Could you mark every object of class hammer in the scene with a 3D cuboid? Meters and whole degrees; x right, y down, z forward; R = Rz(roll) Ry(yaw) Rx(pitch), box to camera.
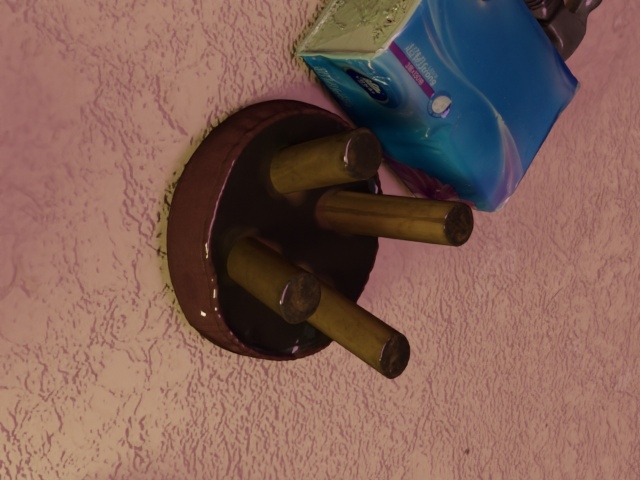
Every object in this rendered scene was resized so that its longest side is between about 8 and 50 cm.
[{"bbox_3d":[0.243,-0.303,1.626,0.158,0.041,0.226,-55,130,-20],"label":"hammer"}]

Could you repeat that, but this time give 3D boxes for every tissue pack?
[{"bbox_3d":[0.131,-0.183,1.484,0.263,0.146,0.198,47,68,-37],"label":"tissue pack"}]

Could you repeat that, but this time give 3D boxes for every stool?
[{"bbox_3d":[0.000,0.000,1.389,0.272,0.178,0.272,-12,108,-41],"label":"stool"}]
